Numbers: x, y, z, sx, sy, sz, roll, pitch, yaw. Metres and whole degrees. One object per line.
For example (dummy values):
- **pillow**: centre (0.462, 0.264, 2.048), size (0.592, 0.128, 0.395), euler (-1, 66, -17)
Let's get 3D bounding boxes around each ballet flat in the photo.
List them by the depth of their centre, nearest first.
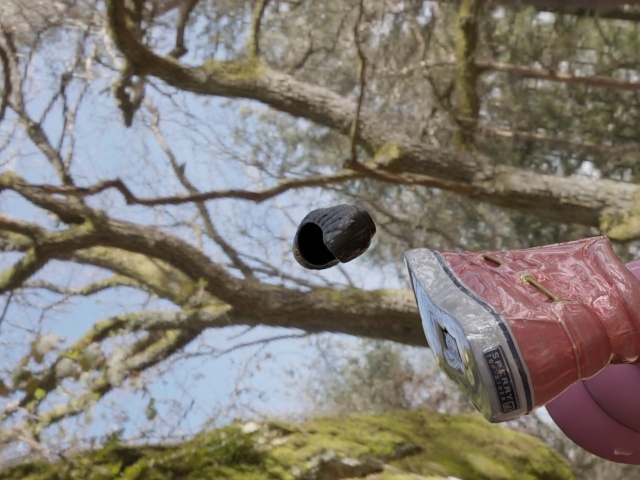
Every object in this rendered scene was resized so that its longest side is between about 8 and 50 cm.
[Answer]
- **ballet flat**: centre (0.000, 0.000, 0.832), size (0.049, 0.173, 0.057), euler (-30, -89, -19)

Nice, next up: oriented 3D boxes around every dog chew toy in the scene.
- **dog chew toy**: centre (0.335, 0.109, 0.892), size (0.332, 0.206, 0.207), euler (88, -158, -70)

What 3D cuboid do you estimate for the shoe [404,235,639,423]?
- **shoe**: centre (0.095, 0.032, 0.435), size (0.178, 0.081, 0.064), euler (-120, 12, -79)
